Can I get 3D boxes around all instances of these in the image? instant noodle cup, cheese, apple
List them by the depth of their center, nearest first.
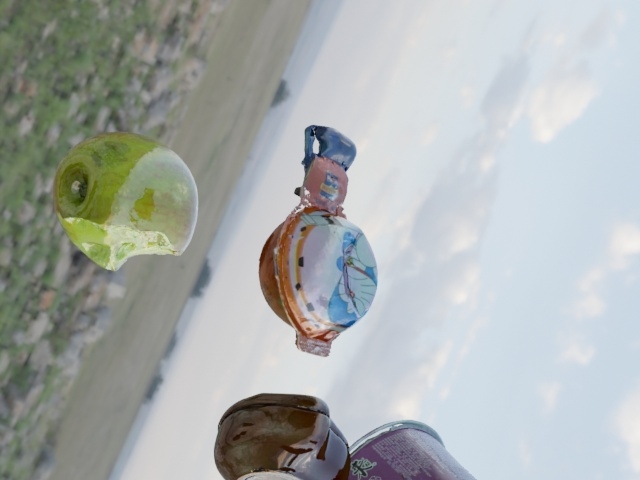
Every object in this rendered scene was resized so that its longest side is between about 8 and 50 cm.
[{"bbox_3d":[0.000,0.000,1.543,0.217,0.129,0.329,27,64,-53],"label":"cheese"},{"bbox_3d":[-0.342,-0.065,1.860,0.226,0.246,0.246,13,102,-63],"label":"apple"},{"bbox_3d":[0.184,0.524,1.892,0.266,0.339,0.340,30,-82,48],"label":"instant noodle cup"}]

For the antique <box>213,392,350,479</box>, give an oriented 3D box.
[{"bbox_3d":[-0.060,0.344,1.721,0.278,0.223,0.129,117,-14,-53],"label":"antique"}]
